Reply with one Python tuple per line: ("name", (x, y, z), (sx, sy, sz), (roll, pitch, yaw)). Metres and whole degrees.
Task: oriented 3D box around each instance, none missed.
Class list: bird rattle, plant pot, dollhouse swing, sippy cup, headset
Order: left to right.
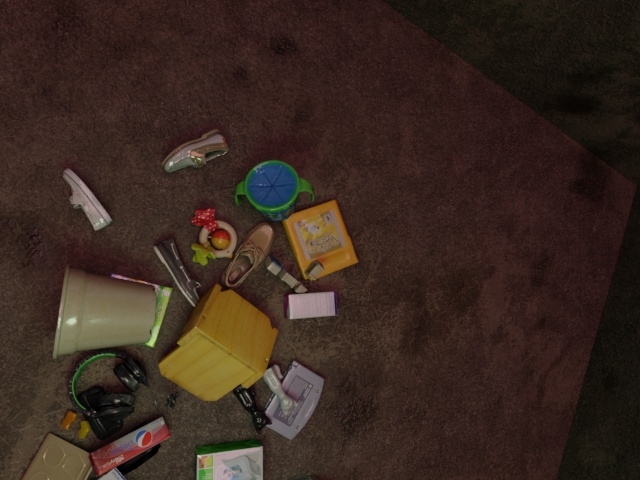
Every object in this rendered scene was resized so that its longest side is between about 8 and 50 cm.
("plant pot", (-0.773, 0.261, 1.589), (0.306, 0.334, 0.333), (9, 80, -29))
("headset", (-0.735, 0.555, 1.639), (0.394, 0.185, 0.243), (23, 58, -10))
("bird rattle", (-0.464, -0.017, 1.890), (0.207, 0.143, 0.253), (14, 65, -28))
("dollhouse swing", (-0.426, 0.432, 1.801), (0.347, 0.305, 0.315), (41, 38, -22))
("sippy cup", (-0.198, -0.195, 1.906), (0.306, 0.224, 0.240), (31, 74, 11))

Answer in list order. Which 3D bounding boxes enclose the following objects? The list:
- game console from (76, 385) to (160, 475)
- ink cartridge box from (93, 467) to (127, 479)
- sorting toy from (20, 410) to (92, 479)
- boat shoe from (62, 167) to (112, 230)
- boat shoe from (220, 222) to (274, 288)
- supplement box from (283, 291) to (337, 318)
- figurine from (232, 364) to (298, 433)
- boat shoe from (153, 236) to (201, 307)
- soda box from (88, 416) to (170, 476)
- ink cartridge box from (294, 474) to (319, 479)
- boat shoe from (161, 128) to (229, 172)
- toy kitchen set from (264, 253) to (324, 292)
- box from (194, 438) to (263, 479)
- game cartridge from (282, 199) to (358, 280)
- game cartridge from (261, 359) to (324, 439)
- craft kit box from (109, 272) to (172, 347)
("game console", (-0.799, 0.726, 1.695), (0.213, 0.044, 0.361), (-30, 95, -20))
("ink cartridge box", (-0.837, 0.991, 1.610), (0.333, 0.065, 0.165), (-36, 95, -8))
("sorting toy", (-0.936, 0.806, 1.606), (0.229, 0.041, 0.307), (22, 74, 10))
("boat shoe", (-0.947, -0.160, 1.739), (0.088, 0.096, 0.267), (-39, 104, -24))
("boat shoe", (-0.305, 0.067, 1.912), (0.122, 0.110, 0.341), (34, 74, -12))
("supplement box", (-0.048, 0.291, 1.970), (0.220, 0.111, 0.113), (-3, 84, -19))
("figurine", (-0.225, 0.665, 1.840), (0.215, 0.092, 0.209), (-30, 82, -10))
("boat shoe", (-0.565, 0.137, 1.816), (0.095, 0.112, 0.335), (-34, 91, -15))
("soda box", (-0.702, 0.760, 1.618), (0.263, 0.092, 0.083), (-19, 73, -40))
("ink cartridge box", (-0.098, 1.069, 1.807), (0.235, 0.193, 0.088), (-6, 83, -20))
("boat shoe", (-0.535, -0.370, 1.892), (0.302, 0.113, 0.103), (-37, 90, -20))
("toy kitchen set", (-0.116, 0.109, 1.953), (0.207, 0.122, 0.166), (42, 91, -20))
("box", (-0.372, 0.951, 1.768), (0.262, 0.127, 0.231), (2, 80, -19))
("game cartridge", (0.000, 0.000, 2.057), (0.285, 0.053, 0.323), (-21, 89, -20))
("game cartridge", (-0.116, 0.704, 1.925), (0.196, 0.060, 0.294), (34, 74, -8))
("craft kit box", (-0.755, 0.280, 1.764), (0.247, 0.061, 0.249), (17, 78, -13))
